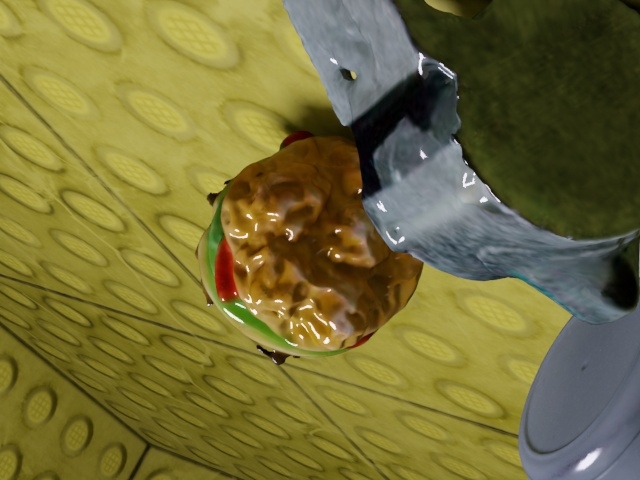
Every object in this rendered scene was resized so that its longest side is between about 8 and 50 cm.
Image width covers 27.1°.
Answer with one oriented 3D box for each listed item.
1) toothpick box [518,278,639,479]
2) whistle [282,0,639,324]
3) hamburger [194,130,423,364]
[{"bbox_3d":[0.392,0.206,1.236,0.355,0.263,0.263,31,160,-10],"label":"toothpick box"},{"bbox_3d":[0.084,-0.110,0.952,0.405,0.188,0.168,33,160,-10],"label":"whistle"},{"bbox_3d":[0.000,0.000,1.302,0.237,0.237,0.149,32,160,-10],"label":"hamburger"}]
